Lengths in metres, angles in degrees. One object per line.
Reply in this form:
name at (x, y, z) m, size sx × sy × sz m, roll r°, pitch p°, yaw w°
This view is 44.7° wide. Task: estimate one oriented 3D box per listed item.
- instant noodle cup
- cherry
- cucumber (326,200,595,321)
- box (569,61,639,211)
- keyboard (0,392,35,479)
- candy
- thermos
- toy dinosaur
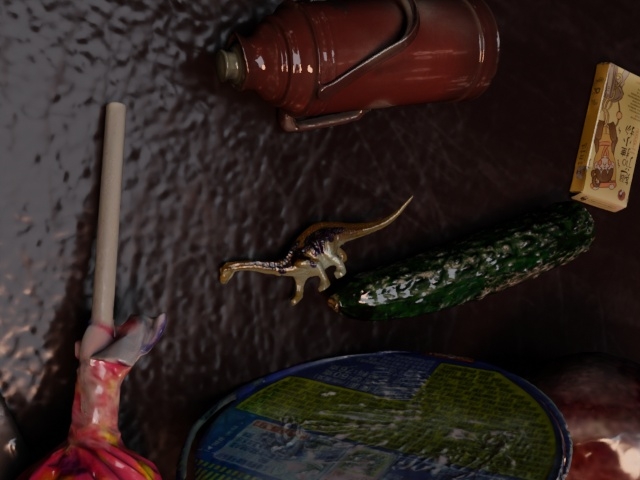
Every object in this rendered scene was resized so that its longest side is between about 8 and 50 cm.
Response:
instant noodle cup at (0.050, 0.284, 0.606) m, size 0.284 × 0.284 × 0.312 m, roll -15°, pitch 109°, yaw -28°
cherry at (0.256, 0.230, 0.710) m, size 0.296 × 0.218 × 0.255 m, roll 3°, pitch 71°, yaw -59°
cucumber at (0.135, 0.027, 0.725) m, size 0.293 × 0.067 × 0.067 m, roll -18°, pitch 104°, yaw -26°
box at (0.312, -0.110, 0.835) m, size 0.073 × 0.020 × 0.149 m, roll 12°, pitch 89°, yaw -30°
keyboard at (-0.296, 0.044, 0.502) m, size 0.106 × 0.027 × 0.317 m, roll -27°, pitch 108°, yaw -29°
candy at (-0.155, 0.079, 0.545) m, size 0.124 × 0.124 × 0.365 m, roll 8°, pitch 77°, yaw -30°
thermos at (0.025, -0.145, 0.630) m, size 0.232 × 0.099 × 0.124 m, roll -13°, pitch 139°, yaw -27°
toy dinosaur at (0.004, 0.014, 0.663) m, size 0.180 × 0.037 × 0.058 m, roll -25°, pitch 111°, yaw -25°
